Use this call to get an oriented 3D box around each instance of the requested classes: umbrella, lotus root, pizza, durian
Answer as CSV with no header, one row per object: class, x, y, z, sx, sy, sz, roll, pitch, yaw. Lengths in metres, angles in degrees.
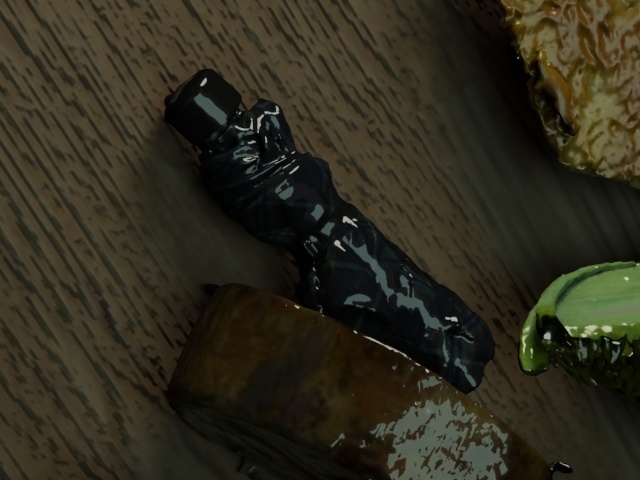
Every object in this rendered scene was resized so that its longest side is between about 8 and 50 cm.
umbrella,-0.001,0.002,1.032,0.071,0.080,0.224,-42,108,5
lotus root,0.042,0.115,1.008,0.260,0.170,0.074,35,71,-15
pizza,0.185,-0.124,1.106,0.297,0.071,0.189,20,95,-24
durian,0.261,0.057,1.142,0.375,0.132,0.107,-4,136,-30
